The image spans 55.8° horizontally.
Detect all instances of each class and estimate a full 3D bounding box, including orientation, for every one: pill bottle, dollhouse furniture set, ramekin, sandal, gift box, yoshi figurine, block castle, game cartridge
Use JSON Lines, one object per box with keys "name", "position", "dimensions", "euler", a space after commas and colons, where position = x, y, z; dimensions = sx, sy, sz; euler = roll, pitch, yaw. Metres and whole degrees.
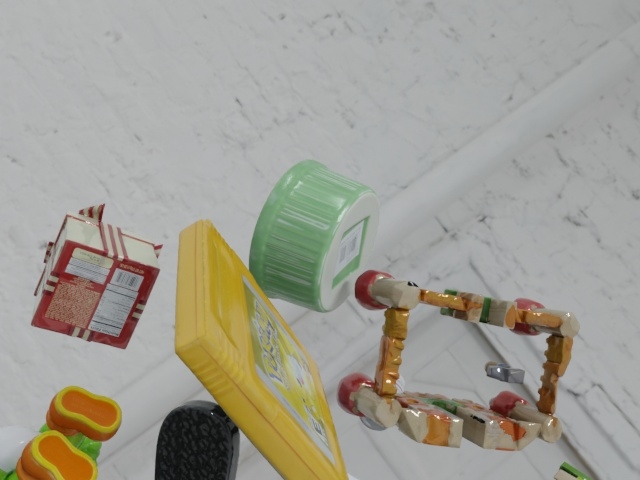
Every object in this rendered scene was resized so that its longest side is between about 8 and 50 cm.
{"name": "pill bottle", "position": [0.161, 0.402, 1.533], "dimensions": [0.087, 0.087, 0.160], "euler": [54, 31, -3]}
{"name": "dollhouse furniture set", "position": [0.380, 0.418, 0.966], "dimensions": [0.059, 0.152, 0.076], "euler": [25, -54, 39]}
{"name": "ramekin", "position": [0.000, 0.000, 1.234], "dimensions": [0.148, 0.303, 0.303], "euler": [21, -20, 22]}
{"name": "sandal", "position": [-0.206, 0.477, 0.988], "dimensions": [0.168, 0.445, 0.107], "euler": [14, 4, 13]}
{"name": "gift box", "position": [-0.523, 0.073, 1.456], "dimensions": [0.255, 0.276, 0.258], "euler": [27, 6, -27]}
{"name": "yoshi figurine", "position": [-0.412, 0.394, 0.897], "dimensions": [0.204, 0.362, 0.203], "euler": [9, 42, -51]}
{"name": "block castle", "position": [0.274, 0.242, 1.236], "dimensions": [0.454, 0.302, 0.213], "euler": [11, -4, -20]}
{"name": "game cartridge", "position": [-0.072, 0.148, 0.763], "dimensions": [0.323, 0.053, 0.285], "euler": [60, 4, -30]}

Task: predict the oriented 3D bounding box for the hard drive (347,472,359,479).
{"name": "hard drive", "position": [0.077, 0.527, 1.045], "dimensions": [0.319, 0.040, 0.210], "euler": [41, 29, -28]}
